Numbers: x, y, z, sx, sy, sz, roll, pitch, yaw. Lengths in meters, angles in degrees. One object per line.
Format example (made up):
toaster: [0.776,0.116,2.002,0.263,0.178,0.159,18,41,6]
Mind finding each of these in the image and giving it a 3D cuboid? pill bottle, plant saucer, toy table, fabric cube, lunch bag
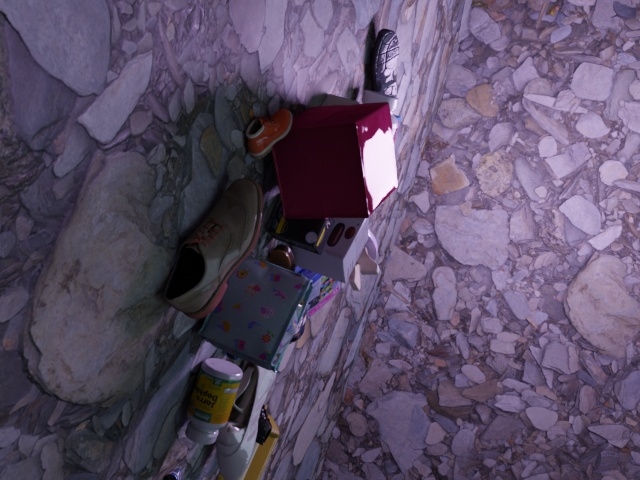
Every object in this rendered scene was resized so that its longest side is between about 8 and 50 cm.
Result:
pill bottle: [0.179,-0.369,2.153,0.169,0.169,0.301,-31,138,-65]
plant saucer: [-0.257,0.804,2.253,0.333,0.081,0.332,67,44,-66]
pill bottle: [-0.295,0.437,1.652,0.208,0.118,0.117,-71,163,4]
toy table: [0.116,0.060,2.364,0.274,0.252,0.161,49,44,-38]
fabric cube: [0.042,-0.218,1.645,0.258,0.259,0.254,-45,131,-56]
lunch bag: [-0.163,0.180,1.598,0.160,0.223,0.262,83,28,-67]

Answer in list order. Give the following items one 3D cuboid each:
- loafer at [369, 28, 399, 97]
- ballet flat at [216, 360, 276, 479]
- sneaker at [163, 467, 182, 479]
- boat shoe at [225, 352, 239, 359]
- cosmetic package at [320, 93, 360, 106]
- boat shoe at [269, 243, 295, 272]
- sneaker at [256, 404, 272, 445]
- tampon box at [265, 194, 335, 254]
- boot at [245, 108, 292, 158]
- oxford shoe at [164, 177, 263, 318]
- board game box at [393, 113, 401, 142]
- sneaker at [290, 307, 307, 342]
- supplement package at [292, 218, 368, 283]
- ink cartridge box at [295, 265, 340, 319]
loafer: [0.212,-0.617,2.166,0.109,0.095,0.302,-29,141,-19]
ballet flat: [-0.258,0.551,1.925,0.139,0.139,0.400,60,48,-69]
sneaker: [-0.410,0.700,1.704,0.058,0.052,0.135,-35,142,-70]
boat shoe: [-0.198,0.229,1.773,0.109,0.089,0.258,31,79,-73]
cosmetic package: [0.053,-0.294,1.943,0.309,0.113,0.160,84,30,-57]
boat shoe: [-0.114,0.068,1.898,0.207,0.073,0.073,97,18,-57]
sneaker: [-0.206,0.583,2.093,0.083,0.118,0.222,0,109,-72]
tampon box: [-0.056,-0.048,1.785,0.101,0.161,0.120,56,55,-70]
boot: [-0.124,-0.279,1.481,0.158,0.059,0.084,-54,152,-25]
oxford shoe: [-0.234,0.005,1.363,0.348,0.123,0.130,-68,158,-11]
board game box: [0.206,-0.344,2.413,0.302,0.086,0.308,-34,140,-63]
sneaker: [-0.123,0.296,2.022,0.321,0.126,0.127,-46,145,-58]
supplement package: [0.035,-0.002,2.045,0.149,0.194,0.203,82,31,-55]
ink cartridge box: [-0.012,0.148,2.230,0.186,0.065,0.311,-40,150,-21]
